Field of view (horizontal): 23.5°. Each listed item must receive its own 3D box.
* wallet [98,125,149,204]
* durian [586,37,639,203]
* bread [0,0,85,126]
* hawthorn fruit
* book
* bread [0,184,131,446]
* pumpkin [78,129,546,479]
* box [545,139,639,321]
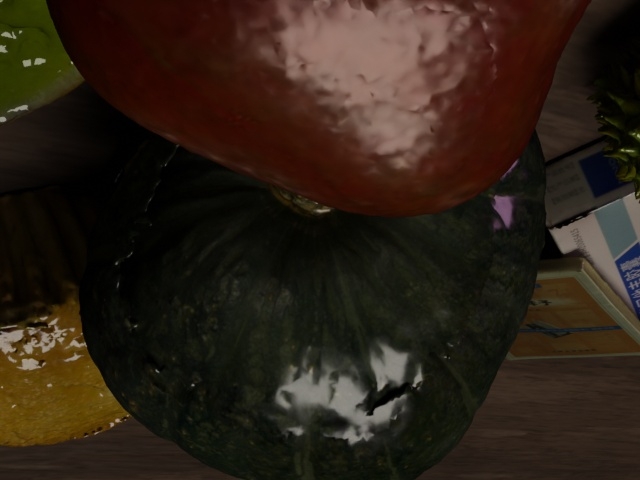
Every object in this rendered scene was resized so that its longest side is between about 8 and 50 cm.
[{"bbox_3d":[-0.076,-0.059,1.166,0.166,0.030,0.111,3,135,-38],"label":"wallet"},{"bbox_3d":[0.327,-0.103,1.185,0.237,0.200,0.176,-23,-163,25],"label":"durian"},{"bbox_3d":[-0.230,-0.142,0.887,0.236,0.070,0.236,-15,152,-8],"label":"bread"},{"bbox_3d":[0.001,-0.156,0.782,0.295,0.295,0.311,-35,159,26],"label":"hawthorn fruit"},{"bbox_3d":[0.216,0.072,1.495,0.170,0.018,0.241,-5,156,29],"label":"book"},{"bbox_3d":[-0.215,0.071,1.188,0.240,0.139,0.240,-15,151,-8],"label":"bread"},{"bbox_3d":[0.000,0.000,1.030,0.291,0.328,0.257,16,166,8],"label":"pumpkin"},{"bbox_3d":[0.330,-0.006,1.469,0.200,0.065,0.343,-24,151,9],"label":"box"}]
